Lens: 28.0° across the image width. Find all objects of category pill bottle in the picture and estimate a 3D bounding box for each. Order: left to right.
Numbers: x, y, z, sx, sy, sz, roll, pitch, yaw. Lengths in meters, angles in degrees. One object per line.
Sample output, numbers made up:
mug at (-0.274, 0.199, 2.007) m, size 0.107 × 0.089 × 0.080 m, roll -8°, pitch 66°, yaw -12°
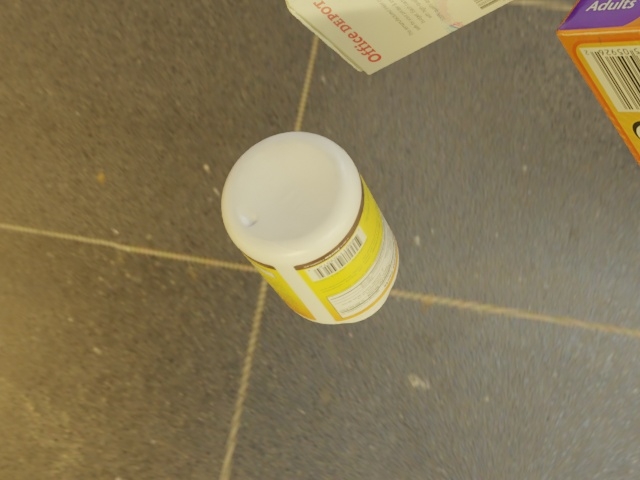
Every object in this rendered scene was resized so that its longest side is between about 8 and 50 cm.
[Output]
pill bottle at (0.000, 0.000, 1.110) m, size 0.117 × 0.215 × 0.117 m, roll -6°, pitch 67°, yaw 13°

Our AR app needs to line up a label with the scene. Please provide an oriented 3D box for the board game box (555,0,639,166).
board game box at (0.471, -0.150, 0.937) m, size 0.356 × 0.356 × 0.356 m, roll 7°, pitch 54°, yaw 52°

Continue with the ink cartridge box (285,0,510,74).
ink cartridge box at (0.085, -0.260, 1.175) m, size 0.212 × 0.154 × 0.093 m, roll -27°, pitch 58°, yaw 21°
